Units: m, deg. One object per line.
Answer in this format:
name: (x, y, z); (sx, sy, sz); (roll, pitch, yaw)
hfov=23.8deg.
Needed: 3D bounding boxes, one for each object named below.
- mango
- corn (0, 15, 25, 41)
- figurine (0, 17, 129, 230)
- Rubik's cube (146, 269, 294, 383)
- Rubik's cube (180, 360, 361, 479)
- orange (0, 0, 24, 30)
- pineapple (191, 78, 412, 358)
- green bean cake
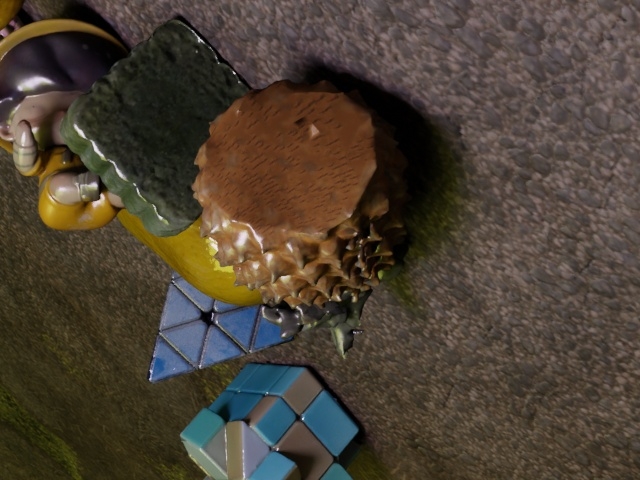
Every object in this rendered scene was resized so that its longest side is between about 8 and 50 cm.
mango: (-0.147, -0.032, 1.817); (0.331, 0.142, 0.195); (29, 149, 40)
corn: (-0.434, -0.260, 1.881); (0.335, 0.126, 0.126); (51, 153, -18)
figurine: (-0.301, -0.132, 1.767); (0.167, 0.192, 0.257); (-46, 48, 50)
Rubik's cube: (-0.155, 0.139, 2.064); (0.190, 0.178, 0.211); (26, 152, 23)
Rubik's cube: (-0.085, 0.305, 2.178); (0.224, 0.213, 0.265); (49, 156, -18)
orange: (-0.453, -0.325, 1.672); (0.279, 0.235, 0.279); (39, 159, 19)
pineapple: (0.000, -0.002, 1.607); (0.223, 0.223, 0.357); (29, 160, 25)
green bean cake: (-0.165, -0.120, 1.652); (0.183, 0.185, 0.094); (45, 159, -7)
